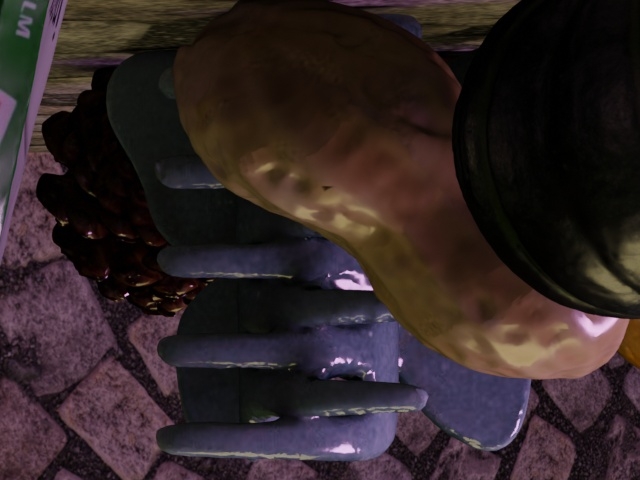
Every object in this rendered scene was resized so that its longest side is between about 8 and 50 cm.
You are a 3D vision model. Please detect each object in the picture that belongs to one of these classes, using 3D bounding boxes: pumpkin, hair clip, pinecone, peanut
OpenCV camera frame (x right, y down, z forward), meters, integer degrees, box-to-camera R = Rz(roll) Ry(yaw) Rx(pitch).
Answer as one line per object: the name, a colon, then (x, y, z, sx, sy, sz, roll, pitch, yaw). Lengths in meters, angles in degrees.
pumpkin: (0.197, -0.051, 0.965, 0.250, 0.216, 0.250, -25, -178, 1)
hair clip: (0.000, 0.000, 1.319, 0.392, 0.318, 0.238, 1, 178, 11)
pinecone: (-0.135, -0.032, 1.613, 0.221, 0.221, 0.221, -1, 180, 0)
peanut: (0.052, -0.030, 1.114, 0.149, 0.313, 0.149, -46, -179, 1)

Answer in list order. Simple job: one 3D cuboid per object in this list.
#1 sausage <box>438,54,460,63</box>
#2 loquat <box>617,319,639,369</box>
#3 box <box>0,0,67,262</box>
sausage: (0.080, -0.116, 1.537, 0.198, 0.076, 0.076, -1, 180, 6)
loquat: (0.275, -0.037, 1.236, 0.275, 0.274, 0.275, -1, 180, 0)
box: (-0.160, -0.023, 0.693, 0.103, 0.250, 0.180, 15, 180, -9)
